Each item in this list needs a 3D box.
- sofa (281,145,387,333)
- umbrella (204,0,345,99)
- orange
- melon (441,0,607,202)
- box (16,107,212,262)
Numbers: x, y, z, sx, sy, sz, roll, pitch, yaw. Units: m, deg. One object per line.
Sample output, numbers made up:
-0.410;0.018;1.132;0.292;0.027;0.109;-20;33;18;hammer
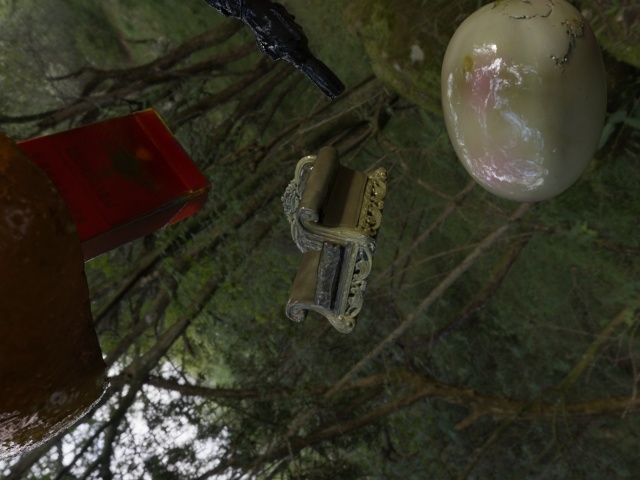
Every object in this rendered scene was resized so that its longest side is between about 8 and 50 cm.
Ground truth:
0.000;0.000;0.872;0.200;0.182;0.258;-75;-5;-48;sofa
-0.084;-0.370;0.880;0.340;0.118;0.118;40;-177;-22;umbrella
-0.334;0.069;0.470;0.274;0.274;0.310;54;160;28;orange
0.295;-0.202;0.758;0.223;0.223;0.317;51;167;54;melon
-0.366;-0.089;0.859;0.197;0.313;0.089;51;139;9;box
